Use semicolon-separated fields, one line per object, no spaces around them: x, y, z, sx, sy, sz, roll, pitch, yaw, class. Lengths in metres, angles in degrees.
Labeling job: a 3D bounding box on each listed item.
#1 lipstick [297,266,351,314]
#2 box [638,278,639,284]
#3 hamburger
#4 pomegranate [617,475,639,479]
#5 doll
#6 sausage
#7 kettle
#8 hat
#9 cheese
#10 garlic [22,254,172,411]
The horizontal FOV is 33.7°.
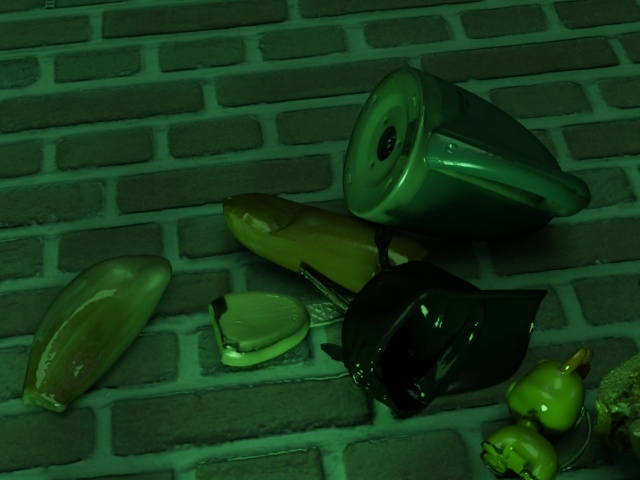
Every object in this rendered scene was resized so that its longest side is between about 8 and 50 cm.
0.035;0.100;1.637;0.176;0.027;0.027;38;57;7;lipstick
0.590;0.070;1.692;0.133;0.023;0.090;34;59;28;box
0.506;0.234;1.462;0.283;0.156;0.144;-23;32;-26;hamburger
0.368;0.393;1.282;0.221;0.221;0.256;24;51;21;pomegranate
0.319;0.241;1.477;0.135;0.143;0.221;30;63;27;doll
-0.001;0.004;1.701;0.354;0.116;0.134;19;38;20;sausage
0.254;-0.104;1.670;0.342;0.247;0.319;17;1;-22;kettle
0.151;0.108;1.551;0.336;0.238;0.209;-12;38;-29;hat
-0.044;0.122;1.641;0.251;0.054;0.127;-8;51;-16;cheese
-0.354;0.125;1.626;0.143;0.112;0.318;24;64;18;garlic
